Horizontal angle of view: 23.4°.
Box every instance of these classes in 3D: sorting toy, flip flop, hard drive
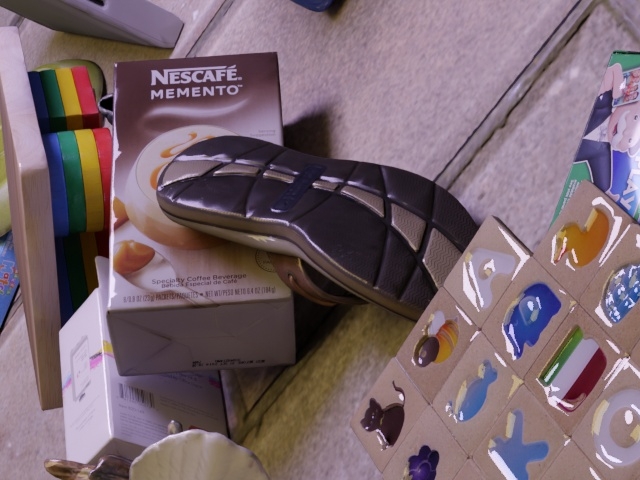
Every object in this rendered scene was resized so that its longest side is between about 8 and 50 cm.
[{"bbox_3d":[-0.232,-0.027,1.402,0.255,0.089,0.257,-114,22,-52],"label":"sorting toy"},{"bbox_3d":[0.000,0.000,1.099,0.277,0.080,0.112,17,46,32],"label":"flip flop"},{"bbox_3d":[-0.298,-0.267,1.632,0.307,0.203,0.040,18,86,58],"label":"hard drive"}]

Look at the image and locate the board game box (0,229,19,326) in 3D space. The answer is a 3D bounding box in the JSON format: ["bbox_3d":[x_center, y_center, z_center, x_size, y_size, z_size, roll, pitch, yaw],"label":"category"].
[{"bbox_3d":[-0.392,0.025,1.739,0.211,0.039,0.160,17,84,57],"label":"board game box"}]

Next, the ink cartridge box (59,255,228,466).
[{"bbox_3d":[-0.145,0.115,1.253,0.067,0.115,0.198,-46,37,30],"label":"ink cartridge box"}]

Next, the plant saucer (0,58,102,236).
[{"bbox_3d":[-0.332,-0.108,1.695,0.241,0.037,0.241,-34,37,30],"label":"plant saucer"}]

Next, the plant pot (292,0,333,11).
[{"bbox_3d":[-0.061,-0.365,1.335,0.236,0.236,0.212,-60,26,12],"label":"plant pot"}]

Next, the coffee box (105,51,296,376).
[{"bbox_3d":[-0.095,-0.025,1.223,0.098,0.141,0.247,88,177,-54],"label":"coffee box"}]

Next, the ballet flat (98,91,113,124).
[{"bbox_3d":[-0.158,-0.128,1.484,0.173,0.049,0.057,-10,64,53],"label":"ballet flat"}]

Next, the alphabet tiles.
[{"bbox_3d":[0.125,0.133,0.859,0.285,0.011,0.342,-58,33,15],"label":"alphabet tiles"}]

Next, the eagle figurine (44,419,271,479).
[{"bbox_3d":[-0.099,0.289,1.022,0.226,0.225,0.298,-20,43,37],"label":"eagle figurine"}]

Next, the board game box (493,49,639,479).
[{"bbox_3d":[0.195,0.050,0.861,0.213,0.046,0.317,14,82,57],"label":"board game box"}]
